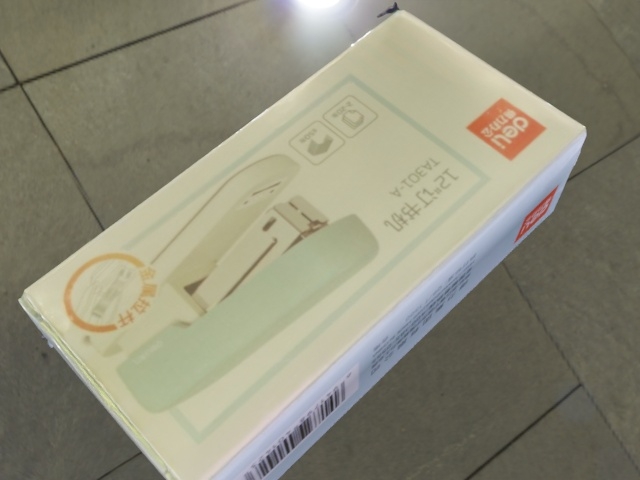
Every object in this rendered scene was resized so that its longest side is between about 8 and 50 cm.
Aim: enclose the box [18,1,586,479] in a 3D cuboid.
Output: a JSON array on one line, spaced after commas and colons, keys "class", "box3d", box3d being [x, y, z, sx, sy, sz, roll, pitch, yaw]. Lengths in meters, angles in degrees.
[{"class": "box", "box3d": [0.000, 0.000, 0.379, 0.269, 0.079, 0.135, -40, 66, -19]}]
